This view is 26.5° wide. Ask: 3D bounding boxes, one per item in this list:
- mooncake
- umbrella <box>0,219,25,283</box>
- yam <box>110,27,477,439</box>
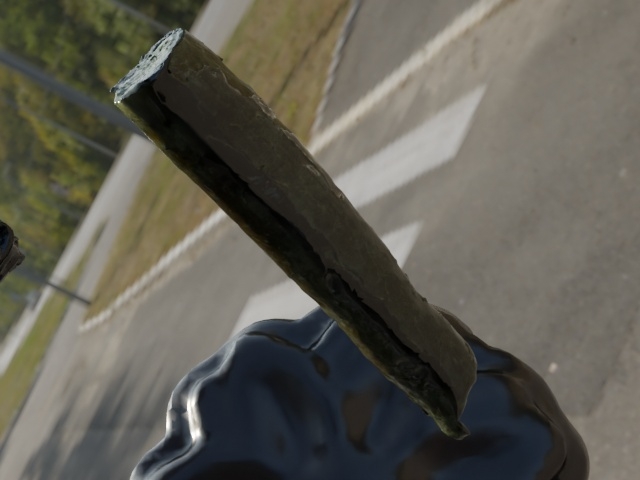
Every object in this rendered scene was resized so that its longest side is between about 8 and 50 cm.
[{"bbox_3d":[0.025,0.169,0.816,0.141,0.283,0.283,68,-135,-72],"label":"mooncake"},{"bbox_3d":[-0.306,-0.029,0.784,0.110,0.272,0.122,-56,-9,-18],"label":"umbrella"},{"bbox_3d":[0.000,0.000,0.353,0.027,0.129,0.033,-41,20,8],"label":"yam"}]
